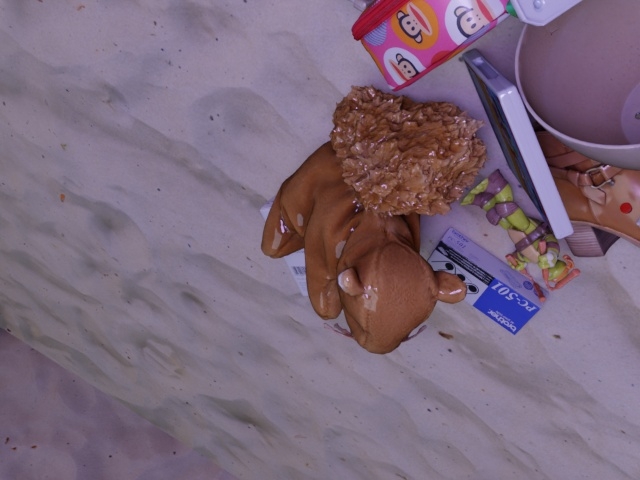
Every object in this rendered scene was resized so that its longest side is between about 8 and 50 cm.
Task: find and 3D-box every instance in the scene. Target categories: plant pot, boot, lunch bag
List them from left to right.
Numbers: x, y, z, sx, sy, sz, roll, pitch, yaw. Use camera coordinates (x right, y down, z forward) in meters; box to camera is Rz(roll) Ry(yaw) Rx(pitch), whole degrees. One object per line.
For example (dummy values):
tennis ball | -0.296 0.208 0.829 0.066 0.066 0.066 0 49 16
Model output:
lunch bag | 0.196 -0.308 0.822 0.120 0.293 0.258 52 158 -10
boot | 0.439 -0.095 0.998 0.283 0.109 0.220 -6 116 50
plant pot | 0.398 -0.193 0.838 0.284 0.284 0.191 2 160 38

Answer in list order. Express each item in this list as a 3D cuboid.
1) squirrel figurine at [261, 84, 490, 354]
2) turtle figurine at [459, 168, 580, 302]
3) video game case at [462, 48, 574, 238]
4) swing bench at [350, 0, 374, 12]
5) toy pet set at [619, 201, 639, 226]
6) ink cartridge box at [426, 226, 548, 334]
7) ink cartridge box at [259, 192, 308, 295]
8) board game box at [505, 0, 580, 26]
squirrel figurine | 0.087 -0.035 1.101 0.281 0.370 0.397 12 115 -12
turtle figurine | 0.325 -0.010 1.126 0.217 0.087 0.269 50 -178 6
video game case | 0.260 -0.143 0.973 0.025 0.285 0.204 -24 111 12
swing bench | 0.024 -0.488 0.943 0.253 0.165 0.255 35 144 9
toy pet set | 0.475 -0.039 0.918 0.122 0.065 0.114 -47 46 22
ink cartridge box | 0.292 0.073 1.290 0.207 0.046 0.097 36 141 9
ink cartridge box | 0.000 0.000 1.429 0.160 0.092 0.219 -3 121 40
board game box | 0.252 -0.463 0.651 0.390 0.390 0.050 57 177 -15
